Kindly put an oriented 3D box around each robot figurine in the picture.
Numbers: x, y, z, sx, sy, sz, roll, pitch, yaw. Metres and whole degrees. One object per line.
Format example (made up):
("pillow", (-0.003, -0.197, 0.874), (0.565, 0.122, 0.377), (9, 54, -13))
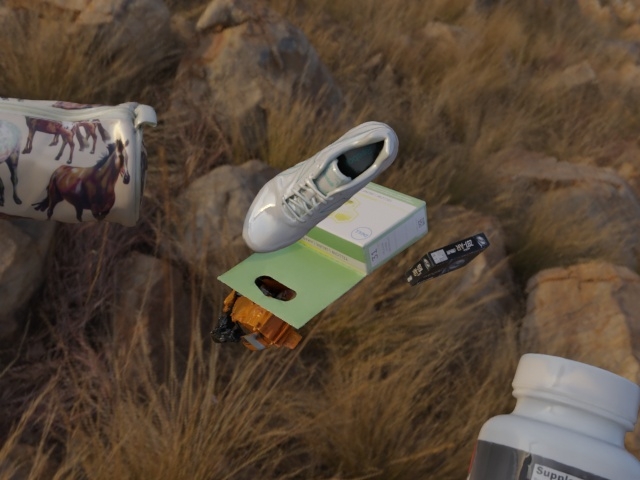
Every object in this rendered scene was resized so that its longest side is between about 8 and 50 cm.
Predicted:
("robot figurine", (-0.074, 0.090, 1.107), (0.085, 0.291, 0.211), (42, 76, -11))

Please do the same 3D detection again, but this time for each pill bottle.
("pill bottle", (0.236, 0.291, 0.749), (0.176, 0.176, 0.319), (24, 75, -16))

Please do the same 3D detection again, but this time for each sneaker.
("sneaker", (-0.003, -0.044, 0.566), (0.054, 0.152, 0.061), (51, 6, -4))

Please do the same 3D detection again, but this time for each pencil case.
("pencil case", (-0.413, -0.115, 0.895), (0.410, 0.183, 0.160), (4, 49, -8))

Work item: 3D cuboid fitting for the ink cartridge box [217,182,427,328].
("ink cartridge box", (0.000, 0.000, 0.925), (0.235, 0.056, 0.171), (-32, 39, -30))

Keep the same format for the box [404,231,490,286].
("box", (0.147, 0.022, 0.833), (0.083, 0.067, 0.018), (-18, 72, -25))
